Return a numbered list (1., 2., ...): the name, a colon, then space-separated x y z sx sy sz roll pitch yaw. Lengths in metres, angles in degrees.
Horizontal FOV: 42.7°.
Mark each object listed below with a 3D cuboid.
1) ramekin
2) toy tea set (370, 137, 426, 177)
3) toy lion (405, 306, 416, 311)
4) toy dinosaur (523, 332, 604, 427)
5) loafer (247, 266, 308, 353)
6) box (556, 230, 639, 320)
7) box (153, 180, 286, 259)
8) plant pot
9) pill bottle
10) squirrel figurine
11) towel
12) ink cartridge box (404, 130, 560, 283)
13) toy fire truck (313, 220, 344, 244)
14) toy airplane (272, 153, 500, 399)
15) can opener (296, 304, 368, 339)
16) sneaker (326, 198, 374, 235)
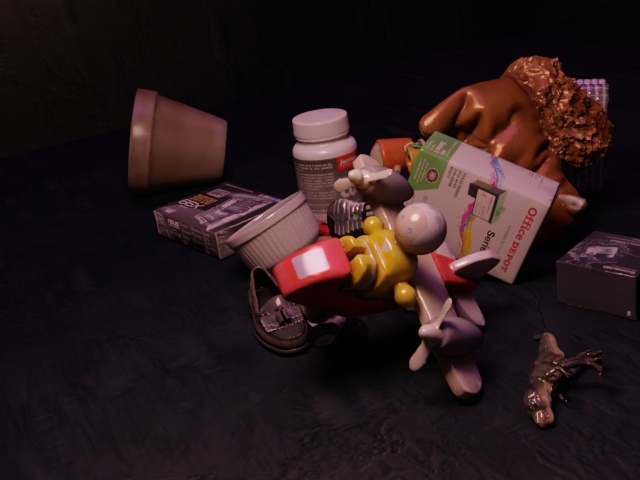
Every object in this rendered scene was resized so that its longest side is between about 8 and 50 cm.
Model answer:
1. ramekin: -0.099 -0.011 1.838 0.207 0.109 0.207 -33 8 5
2. toy tea set: 0.191 -0.143 1.944 0.124 0.200 0.336 -12 9 -5
3. toy lion: 0.205 0.119 1.604 0.100 0.034 0.096 -5 30 10
4. toy dinosaur: 0.389 0.199 1.304 0.118 0.064 0.268 -8 18 20
5. loafer: -0.095 0.133 1.603 0.096 0.084 0.267 -15 23 -15
6. box: 0.549 0.061 1.529 0.156 0.093 0.158 13 32 42
7. box: -0.252 -0.058 2.134 0.242 0.076 0.307 -24 27 -33
8. plant pot: -0.436 -0.292 2.529 0.280 0.323 0.323 5 20 -10
9. pill bottle: 0.019 -0.173 2.038 0.161 0.283 0.161 -8 23 3
10. squirrel figurine: 0.479 -0.192 1.814 0.397 0.281 0.370 -38 68 -1
11. towel: 0.586 -0.248 2.015 0.235 0.283 0.121 -1 22 12
12. ink cartridge box: 0.312 -0.067 1.661 0.278 0.201 0.117 25 34 12
13. toy fire truck: 0.000 0.000 1.939 0.192 0.047 0.135 4 27 30
14. toy airplane: 0.158 0.041 1.408 0.386 0.272 0.384 32 47 5
15. can opener: 0.001 0.133 1.598 0.074 0.093 0.280 -46 26 -3
16. sneaker: 0.119 -0.048 1.865 0.132 0.086 0.229 5 0 -32
